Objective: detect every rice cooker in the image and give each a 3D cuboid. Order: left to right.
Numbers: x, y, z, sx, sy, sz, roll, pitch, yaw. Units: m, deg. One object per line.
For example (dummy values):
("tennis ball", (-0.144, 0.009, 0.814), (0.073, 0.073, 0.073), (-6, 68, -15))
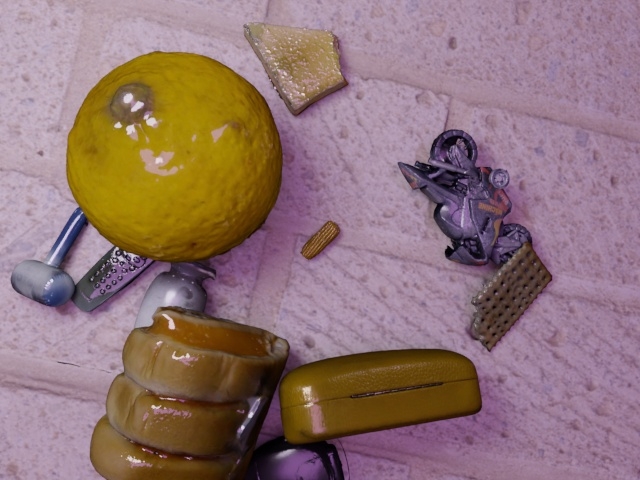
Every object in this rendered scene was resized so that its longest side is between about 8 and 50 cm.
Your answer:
("rice cooker", (-0.049, 0.431, 1.086), (0.202, 0.118, 0.142), (-13, 89, -5))

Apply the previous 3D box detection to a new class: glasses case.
("glasses case", (0.102, 0.270, 1.061), (0.371, 0.173, 0.141), (-2, 71, -20))

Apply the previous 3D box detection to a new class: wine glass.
("wine glass", (-0.272, 0.126, 1.076), (0.111, 0.111, 0.205), (22, 83, -4))

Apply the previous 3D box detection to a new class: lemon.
("lemon", (-0.237, -0.135, 0.962), (0.349, 0.387, 0.350), (-2, 78, 11))

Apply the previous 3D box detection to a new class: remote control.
("remote control", (-0.372, 0.046, 1.104), (0.222, 0.042, 0.072), (-43, 93, -6))

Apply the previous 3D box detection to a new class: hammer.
("hammer", (-0.477, 0.022, 1.079), (0.116, 0.069, 0.194), (17, 72, 24))

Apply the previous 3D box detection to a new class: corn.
("corn", (0.000, 0.000, 1.144), (0.092, 0.037, 0.037), (-44, 93, -3))

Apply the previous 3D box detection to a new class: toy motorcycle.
("toy motorcycle", (0.284, -0.061, 1.135), (0.173, 0.108, 0.307), (-36, 98, -6))

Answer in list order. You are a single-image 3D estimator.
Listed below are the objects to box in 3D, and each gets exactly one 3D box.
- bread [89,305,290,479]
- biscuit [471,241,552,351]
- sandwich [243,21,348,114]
("bread", (-0.204, 0.294, 0.979), (0.210, 0.300, 0.342), (21, 84, 37))
("biscuit", (0.368, 0.109, 1.153), (0.203, 0.016, 0.144), (-46, 124, -4))
("sandwich", (-0.035, -0.366, 1.141), (0.162, 0.058, 0.193), (-32, 90, -7))
